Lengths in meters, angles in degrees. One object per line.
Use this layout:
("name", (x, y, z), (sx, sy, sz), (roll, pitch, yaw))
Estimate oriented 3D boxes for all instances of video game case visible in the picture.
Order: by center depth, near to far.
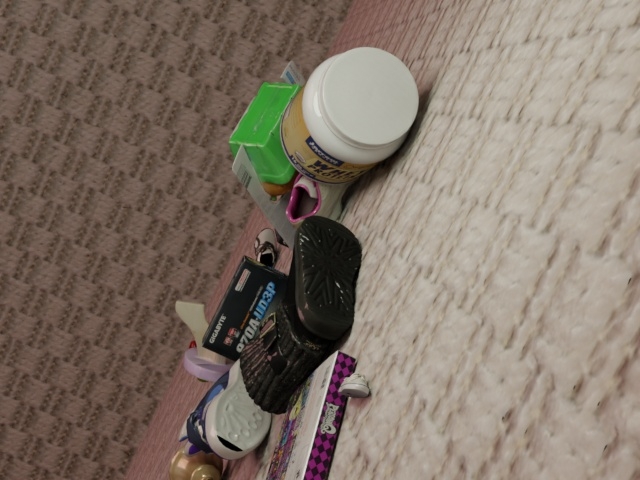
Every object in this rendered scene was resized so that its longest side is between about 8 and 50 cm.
("video game case", (-0.025, 0.317, 1.420), (0.210, 0.041, 0.232), (-52, 16, 50))

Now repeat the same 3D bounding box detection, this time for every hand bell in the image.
("hand bell", (-0.230, 0.521, 1.884), (0.126, 0.126, 0.242), (-66, 24, -6))

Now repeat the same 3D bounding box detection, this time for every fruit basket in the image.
("fruit basket", (-0.072, -0.194, 2.128), (0.327, 0.165, 0.353), (-63, -31, -22))

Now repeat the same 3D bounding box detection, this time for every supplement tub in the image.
("supplement tub", (0.056, -0.251, 1.825), (0.228, 0.228, 0.316), (-67, 10, -14))

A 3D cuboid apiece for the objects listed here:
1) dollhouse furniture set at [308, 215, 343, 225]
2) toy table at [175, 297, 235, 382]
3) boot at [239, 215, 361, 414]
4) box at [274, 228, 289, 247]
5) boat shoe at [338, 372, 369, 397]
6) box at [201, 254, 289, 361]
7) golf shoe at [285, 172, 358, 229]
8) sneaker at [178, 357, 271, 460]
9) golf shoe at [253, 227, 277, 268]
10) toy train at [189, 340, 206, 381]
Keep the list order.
("dollhouse furniture set", (0.000, 0.000, 1.966), (0.114, 0.091, 0.081), (-61, -5, 35))
("toy table", (-0.241, 0.241, 2.186), (0.274, 0.252, 0.161), (-157, 76, -69))
("boot", (-0.043, 0.132, 1.692), (0.260, 0.131, 0.348), (-58, 13, 34))
("box", (-0.073, -0.086, 2.585), (0.184, 0.045, 0.191), (-64, 11, 10))
("boat shoe", (0.052, 0.211, 1.314), (0.100, 0.035, 0.035), (128, 162, -74))
("box", (-0.137, 0.166, 1.957), (0.220, 0.175, 0.051), (-62, 11, 9))
("golf shoe", (0.016, -0.153, 2.012), (0.140, 0.115, 0.306), (12, -80, -62))
("sneaker", (-0.212, 0.404, 1.845), (0.236, 0.130, 0.323), (-52, 10, 22))
("golf shoe", (-0.157, 0.039, 2.674), (0.094, 0.077, 0.198), (-36, 36, 48))
("toy train", (-0.368, 0.390, 2.826), (0.143, 0.105, 0.248), (-94, 28, -43))
